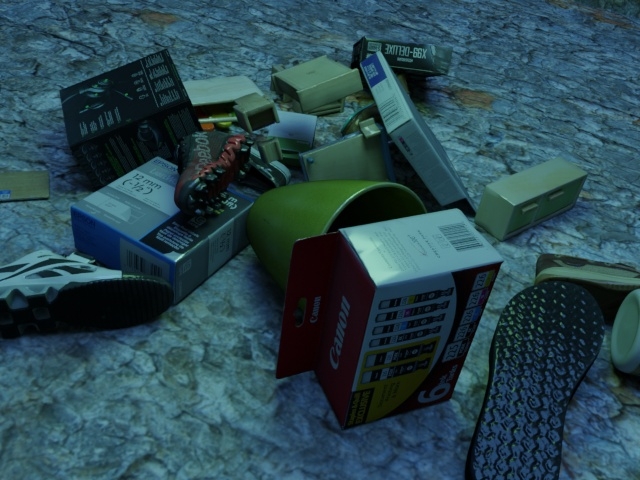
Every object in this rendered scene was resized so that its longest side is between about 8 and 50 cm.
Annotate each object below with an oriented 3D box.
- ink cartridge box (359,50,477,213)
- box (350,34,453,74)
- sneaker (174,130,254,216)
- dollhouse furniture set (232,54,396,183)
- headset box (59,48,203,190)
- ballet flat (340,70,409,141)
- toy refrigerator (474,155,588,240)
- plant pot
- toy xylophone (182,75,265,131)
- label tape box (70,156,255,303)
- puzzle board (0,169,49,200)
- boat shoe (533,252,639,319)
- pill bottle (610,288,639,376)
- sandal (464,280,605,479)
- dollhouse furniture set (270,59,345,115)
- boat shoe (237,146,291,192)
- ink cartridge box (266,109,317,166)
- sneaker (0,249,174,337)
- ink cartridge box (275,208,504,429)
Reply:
[{"bbox_3d":[0.223,-0.233,1.568,0.071,0.330,0.324,-31,38,14],"label":"ink cartridge box"},{"bbox_3d":[0.220,-0.518,1.932,0.242,0.076,0.307,6,11,-5],"label":"box"},{"bbox_3d":[-0.226,-0.132,1.272,0.135,0.098,0.276,16,33,6],"label":"sneaker"},{"bbox_3d":[-0.021,-0.213,1.506,0.286,0.303,0.198,-23,28,-10],"label":"dollhouse furniture set"},{"bbox_3d":[-0.421,-0.266,1.490,0.283,0.131,0.246,-24,46,-7],"label":"headset box"},{"bbox_3d":[0.175,-0.330,1.779,0.124,0.116,0.342,37,43,2],"label":"ballet flat"},{"bbox_3d":[0.482,-0.096,1.540,0.269,0.102,0.094,-20,47,-32],"label":"toy refrigerator"},{"bbox_3d":[0.000,0.000,1.222,0.275,0.275,0.293,-22,29,-33],"label":"plant pot"},{"bbox_3d":[-0.261,-0.327,1.696,0.322,0.081,0.236,-7,41,-20],"label":"toy xylophone"},{"bbox_3d":[-0.268,-0.057,1.334,0.249,0.115,0.347,26,43,19],"label":"label tape box"},{"bbox_3d":[-0.631,-0.112,1.412,0.128,0.011,0.096,-6,42,-17],"label":"puzzle board"},{"bbox_3d":[0.588,0.090,1.319,0.342,0.123,0.123,9,39,10],"label":"boat shoe"},{"bbox_3d":[0.662,0.187,1.181,0.264,0.153,0.153,14,39,6],"label":"pill bottle"},{"bbox_3d":[0.336,0.241,1.108,0.167,0.107,0.446,23,53,16],"label":"sandal"},{"bbox_3d":[-0.032,-0.435,1.838,0.129,0.129,0.184,-17,45,-29],"label":"dollhouse furniture set"},{"bbox_3d":[-0.175,-0.169,1.520,0.219,0.078,0.070,24,40,15],"label":"boat shoe"},{"bbox_3d":[-0.073,-0.231,1.628,0.109,0.062,0.209,9,39,-1],"label":"ink cartridge box"},{"bbox_3d":[-0.415,0.068,1.141,0.330,0.122,0.146,-2,41,-14],"label":"sneaker"},{"bbox_3d":[0.088,0.128,1.016,0.272,0.309,0.130,-10,42,-21],"label":"ink cartridge box"}]
